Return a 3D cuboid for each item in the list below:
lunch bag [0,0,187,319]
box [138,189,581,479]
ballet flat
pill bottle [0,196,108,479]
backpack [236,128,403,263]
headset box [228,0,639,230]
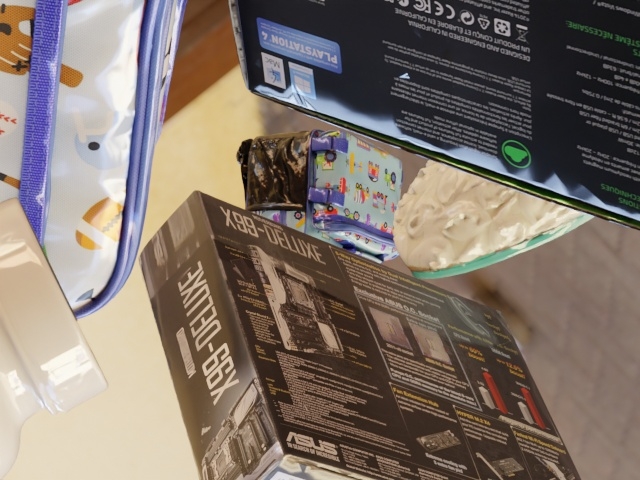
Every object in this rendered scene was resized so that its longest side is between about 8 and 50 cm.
[{"bbox_3d":[-0.175,-0.094,0.785,0.115,0.243,0.303,-94,14,-46],"label":"lunch bag"},{"bbox_3d":[0.038,0.113,1.196,0.307,0.076,0.242,21,-148,-36],"label":"box"},{"bbox_3d":[0.219,-0.113,1.256,0.147,0.409,0.147,62,169,21],"label":"ballet flat"},{"bbox_3d":[-0.144,0.048,0.508,0.086,0.152,0.086,62,172,15],"label":"pill bottle"},{"bbox_3d":[0.000,0.000,1.567,0.117,0.173,0.158,-7,160,31],"label":"backpack"},{"bbox_3d":[0.137,-0.156,0.759,0.246,0.283,0.131,21,138,28],"label":"headset box"}]
